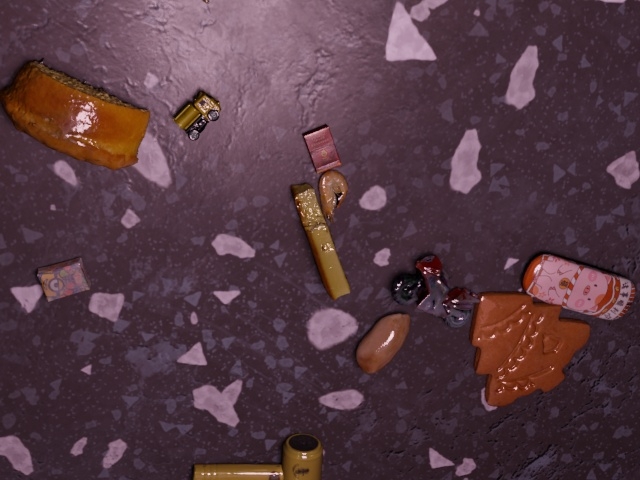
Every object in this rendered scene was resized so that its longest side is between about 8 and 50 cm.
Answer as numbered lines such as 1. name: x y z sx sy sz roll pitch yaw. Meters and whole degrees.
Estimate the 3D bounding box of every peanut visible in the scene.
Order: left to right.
1. peanut: 0.132 0.211 1.728 0.076 0.076 0.152 37 95 -22

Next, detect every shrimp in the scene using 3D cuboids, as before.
1. shrimp: 0.029 -0.086 1.617 0.059 0.023 0.108 -17 114 -14

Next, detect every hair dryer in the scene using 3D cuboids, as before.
1. hair dryer: -0.135 0.491 1.784 0.279 0.090 0.134 2 111 -6

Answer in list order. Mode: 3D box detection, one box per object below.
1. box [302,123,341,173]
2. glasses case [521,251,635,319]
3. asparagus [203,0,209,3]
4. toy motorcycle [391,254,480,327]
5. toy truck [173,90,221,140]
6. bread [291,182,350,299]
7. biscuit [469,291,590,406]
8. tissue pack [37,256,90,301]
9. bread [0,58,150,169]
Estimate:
1. box: 0.003 -0.173 1.575 0.052 0.023 0.082 -22 114 -2
2. glasses case: 0.552 0.099 1.774 0.267 0.067 0.103 15 108 -17
3. asparagus: -0.254 -0.500 1.394 0.232 0.022 0.023 54 49 -22
4. toy motorcycle: 0.244 0.102 1.709 0.213 0.082 0.122 26 104 -32
5. toy truck: -0.218 -0.228 1.494 0.083 0.049 0.054 -43 112 8
6. bread: 0.000 0.000 1.610 0.049 0.088 0.226 -20 115 -2
7. biscuit: 0.433 0.223 1.811 0.284 0.043 0.306 -41 113 6
8. tissue pack: -0.483 0.073 1.564 0.083 0.035 0.063 -17 114 -4
9. bread: -0.419 -0.206 1.414 0.260 0.134 0.129 22 104 -19
